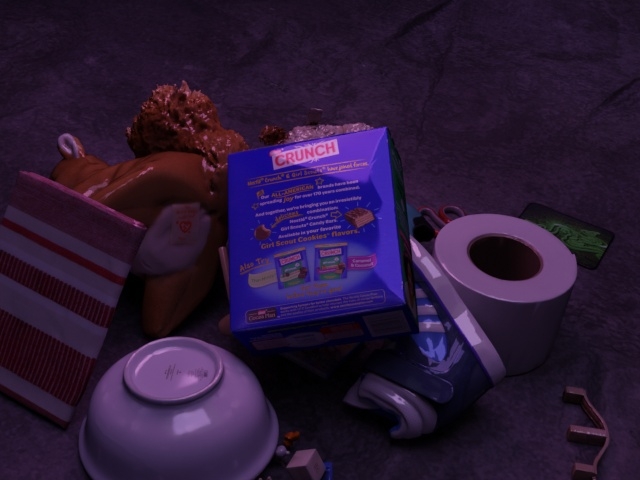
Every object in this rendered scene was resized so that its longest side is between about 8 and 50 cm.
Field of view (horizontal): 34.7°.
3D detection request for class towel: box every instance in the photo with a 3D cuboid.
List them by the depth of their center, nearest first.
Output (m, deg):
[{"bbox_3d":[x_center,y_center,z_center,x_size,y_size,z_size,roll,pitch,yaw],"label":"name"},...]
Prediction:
[{"bbox_3d":[-0.411,0.085,1.552,0.237,0.328,0.037,25,7,22],"label":"towel"}]

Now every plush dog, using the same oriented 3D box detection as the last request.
[{"bbox_3d":[-0.012,-0.093,1.893,0.211,0.262,0.225,21,46,-47],"label":"plush dog"}]

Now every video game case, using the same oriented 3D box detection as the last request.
[{"bbox_3d":[-0.025,0.164,1.740,0.166,0.015,0.119,26,40,23],"label":"video game case"}]

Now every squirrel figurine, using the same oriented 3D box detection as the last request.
[{"bbox_3d":[-0.314,-0.087,1.810,0.397,0.281,0.370,-45,38,-21],"label":"squirrel figurine"}]

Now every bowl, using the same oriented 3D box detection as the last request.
[{"bbox_3d":[-0.209,0.234,1.489,0.298,0.134,0.297,0,34,0],"label":"bowl"}]

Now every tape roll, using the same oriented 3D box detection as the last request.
[{"bbox_3d":[0.302,0.091,1.770,0.246,0.169,0.246,6,36,-4],"label":"tape roll"}]

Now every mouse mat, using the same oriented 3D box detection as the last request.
[{"bbox_3d":[0.488,-0.012,2.078,0.190,0.007,0.152,24,39,19],"label":"mouse mat"}]

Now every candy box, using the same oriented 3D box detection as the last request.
[{"bbox_3d":[0.000,0.000,1.586,0.268,0.122,0.317,-9,61,11],"label":"candy box"}]

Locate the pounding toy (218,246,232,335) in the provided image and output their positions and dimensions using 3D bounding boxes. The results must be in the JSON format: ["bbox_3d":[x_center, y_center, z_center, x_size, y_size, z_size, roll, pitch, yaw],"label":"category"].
[{"bbox_3d":[-0.068,0.047,1.705,0.154,0.154,0.269,-12,33,25],"label":"pounding toy"}]

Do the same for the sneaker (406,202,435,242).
[{"bbox_3d":[0.110,0.034,1.860,0.121,0.108,0.302,34,51,9],"label":"sneaker"}]

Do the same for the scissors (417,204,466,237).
[{"bbox_3d":[0.297,0.016,1.998,0.109,0.021,0.297,-12,42,-28],"label":"scissors"}]

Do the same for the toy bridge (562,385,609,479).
[{"bbox_3d":[0.423,0.309,1.621,0.063,0.026,0.188,9,37,0],"label":"toy bridge"}]

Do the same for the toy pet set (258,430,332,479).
[{"bbox_3d":[-0.039,0.338,1.489,0.114,0.065,0.122,-14,22,32],"label":"toy pet set"}]

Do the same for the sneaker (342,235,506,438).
[{"bbox_3d":[0.112,0.154,1.617,0.236,0.130,0.322,-32,68,-6],"label":"sneaker"}]
